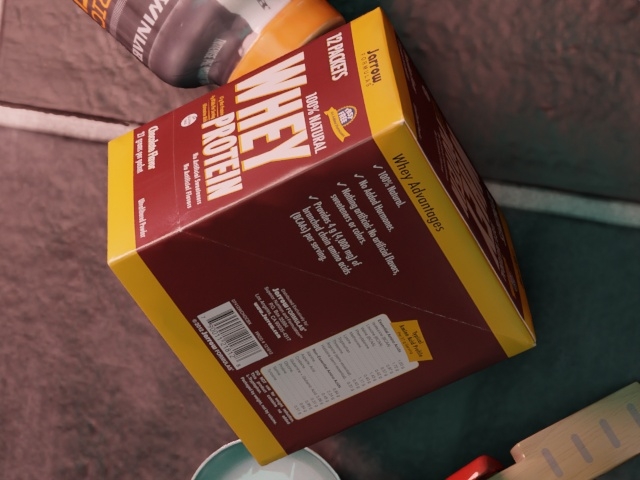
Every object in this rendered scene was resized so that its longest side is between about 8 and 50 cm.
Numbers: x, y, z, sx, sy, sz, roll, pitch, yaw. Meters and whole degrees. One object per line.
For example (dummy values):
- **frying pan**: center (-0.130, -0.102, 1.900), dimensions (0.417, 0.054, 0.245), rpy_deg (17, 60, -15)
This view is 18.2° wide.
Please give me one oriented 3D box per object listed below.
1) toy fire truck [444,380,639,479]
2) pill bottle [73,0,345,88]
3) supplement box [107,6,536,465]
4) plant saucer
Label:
- **toy fire truck**: center (0.128, 0.218, 1.251), dimensions (0.246, 0.158, 0.217), rpy_deg (-37, 92, 17)
- **pill bottle**: center (-0.100, -0.187, 1.286), dimensions (0.246, 0.130, 0.130), rpy_deg (42, 100, 9)
- **supplement box**: center (0.000, 0.000, 1.225), dimensions (0.194, 0.129, 0.191), rpy_deg (-25, 125, 12)
- **plant saucer**: center (-0.033, 0.189, 1.339), dimensions (0.119, 0.021, 0.119), rpy_deg (0, 91, 13)
